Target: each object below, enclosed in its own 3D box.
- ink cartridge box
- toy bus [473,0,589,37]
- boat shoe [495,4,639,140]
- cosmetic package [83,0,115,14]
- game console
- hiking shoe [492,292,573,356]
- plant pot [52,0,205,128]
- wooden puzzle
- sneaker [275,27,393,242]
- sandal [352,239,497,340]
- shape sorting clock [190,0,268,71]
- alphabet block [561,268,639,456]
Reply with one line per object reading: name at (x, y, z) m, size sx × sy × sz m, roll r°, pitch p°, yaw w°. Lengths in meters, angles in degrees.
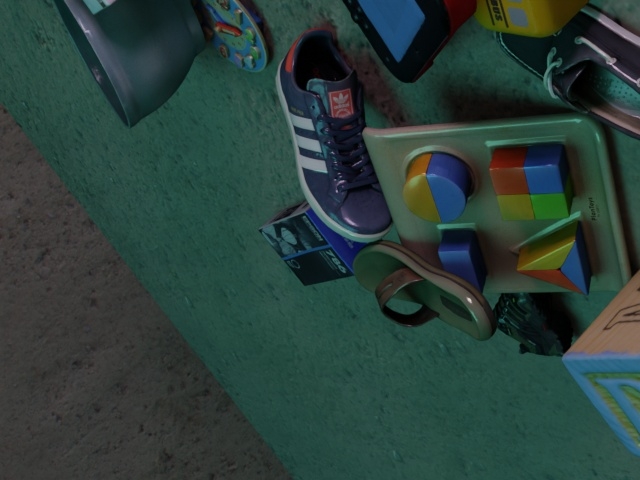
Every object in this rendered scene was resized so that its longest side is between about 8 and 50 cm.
ink cartridge box at (0.000, 0.000, 2.206) m, size 0.165 × 0.065 × 0.333 m, roll 51°, pitch 156°, yaw -8°
toy bus at (0.187, -0.388, 1.182) m, size 0.130 × 0.108 × 0.332 m, roll 23°, pitch 147°, yaw 45°
boat shoe at (0.317, -0.198, 1.285) m, size 0.302 × 0.091 × 0.114 m, roll 29°, pitch 151°, yaw 37°
cosmetic package at (-0.296, -0.471, 1.735) m, size 0.117 × 0.231 × 0.085 m, roll 55°, pitch 156°, yaw -17°
game console at (0.048, -0.368, 1.357) m, size 0.342 × 0.060 × 0.386 m, roll 52°, pitch 174°, yaw 0°
hiking shoe at (0.314, 0.106, 1.759) m, size 0.114 × 0.086 × 0.227 m, roll -12°, pitch 121°, yaw 35°
plant pot at (-0.327, -0.373, 1.951) m, size 0.293 × 0.196 × 0.293 m, roll 57°, pitch 169°, yaw 16°
wooden puzzle at (0.247, -0.027, 1.555) m, size 0.348 × 0.080 × 0.322 m, roll 1°, pitch 134°, yaw 28°
sneaker at (0.026, -0.169, 1.686) m, size 0.350 × 0.131 × 0.148 m, roll 66°, pitch 156°, yaw 19°
sandal at (0.134, 0.081, 1.633) m, size 0.303 × 0.086 × 0.120 m, roll 24°, pitch 151°, yaw 55°
shape sorting clock at (-0.168, -0.375, 1.913) m, size 0.206 × 0.040 × 0.206 m, roll 38°, pitch 156°, yaw 21°
alphabet block at (0.477, 0.158, 1.451) m, size 0.192 × 0.197 × 0.193 m, roll 52°, pitch 157°, yaw -13°
